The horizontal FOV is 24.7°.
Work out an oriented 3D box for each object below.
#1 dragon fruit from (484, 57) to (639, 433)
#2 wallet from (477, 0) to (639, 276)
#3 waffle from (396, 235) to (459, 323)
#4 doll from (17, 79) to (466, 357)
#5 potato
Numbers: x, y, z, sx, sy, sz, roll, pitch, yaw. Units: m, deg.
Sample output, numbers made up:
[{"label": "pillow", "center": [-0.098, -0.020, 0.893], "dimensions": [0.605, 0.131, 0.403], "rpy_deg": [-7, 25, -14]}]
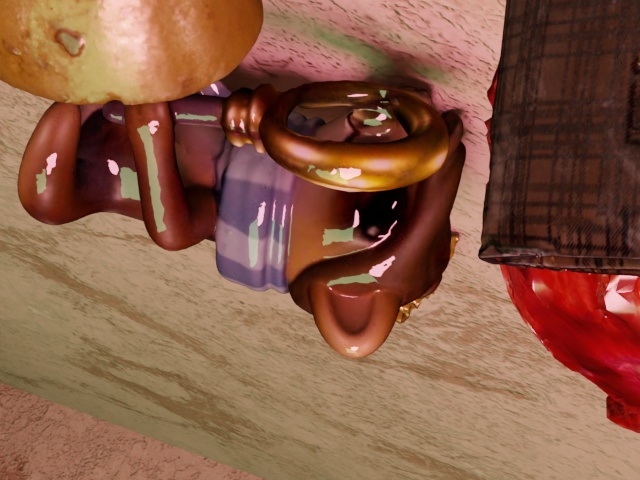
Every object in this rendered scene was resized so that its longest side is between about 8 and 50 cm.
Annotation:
[{"label": "dragon fruit", "center": [0.207, -0.054, 0.615], "dimensions": [0.295, 0.302, 0.295], "rpy_deg": [32, 166, 9]}, {"label": "wallet", "center": [0.126, -0.146, 0.458], "dimensions": [0.044, 0.317, 0.169], "rpy_deg": [11, 175, -38]}, {"label": "waffle", "center": [0.000, -0.001, 1.371], "dimensions": [0.219, 0.057, 0.229], "rpy_deg": [28, 162, -2]}, {"label": "doll", "center": [-0.052, -0.069, 1.100], "dimensions": [0.339, 0.209, 0.318], "rpy_deg": [25, -167, 9]}, {"label": "potato", "center": [-0.145, -0.197, 0.909], "dimensions": [0.203, 0.178, 0.158], "rpy_deg": [31, 150, 34]}]
